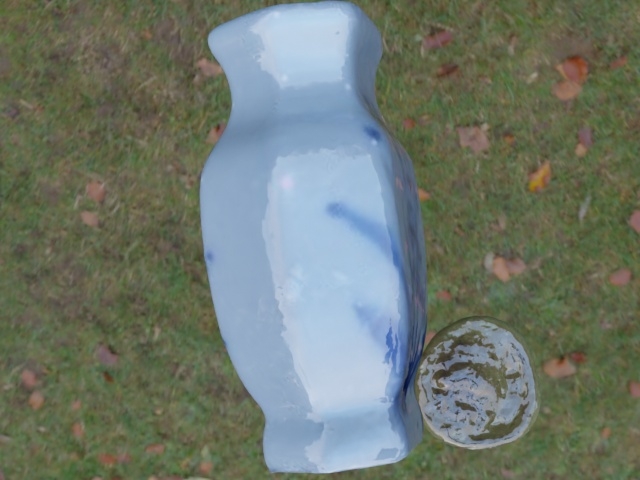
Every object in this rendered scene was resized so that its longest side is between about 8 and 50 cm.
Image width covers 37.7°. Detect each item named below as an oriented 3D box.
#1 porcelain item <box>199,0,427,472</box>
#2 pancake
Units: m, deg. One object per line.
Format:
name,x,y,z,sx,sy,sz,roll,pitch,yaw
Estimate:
porcelain item,0.000,0.000,0.878,0.179,0.242,0.405,-7,87,14
pancake,0.280,0.253,1.640,0.242,0.050,0.241,0,81,-1
